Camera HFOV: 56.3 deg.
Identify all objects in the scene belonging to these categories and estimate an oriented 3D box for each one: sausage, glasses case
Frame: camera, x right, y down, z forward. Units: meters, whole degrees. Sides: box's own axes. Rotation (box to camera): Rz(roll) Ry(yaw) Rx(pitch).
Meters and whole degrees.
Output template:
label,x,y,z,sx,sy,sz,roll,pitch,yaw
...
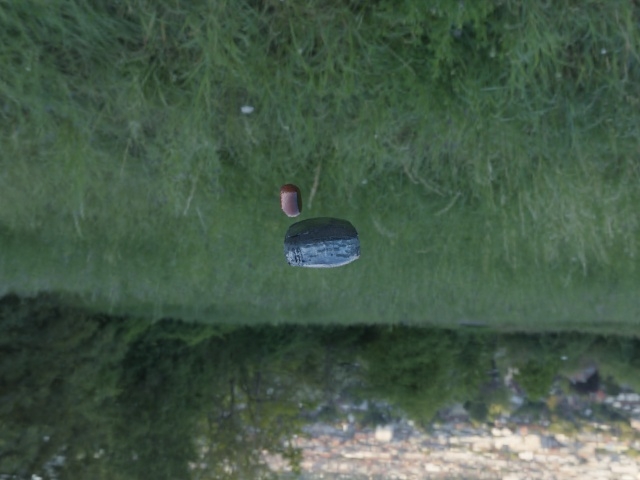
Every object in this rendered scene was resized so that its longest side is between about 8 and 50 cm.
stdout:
label,x,y,z,sx,sy,sz,roll,pitch,yaw
sausage,-0.082,-0.111,1.635,0.054,0.059,0.094,4,117,19
glasses case,0.000,0.000,0.925,0.109,0.067,0.282,-7,-172,-1
